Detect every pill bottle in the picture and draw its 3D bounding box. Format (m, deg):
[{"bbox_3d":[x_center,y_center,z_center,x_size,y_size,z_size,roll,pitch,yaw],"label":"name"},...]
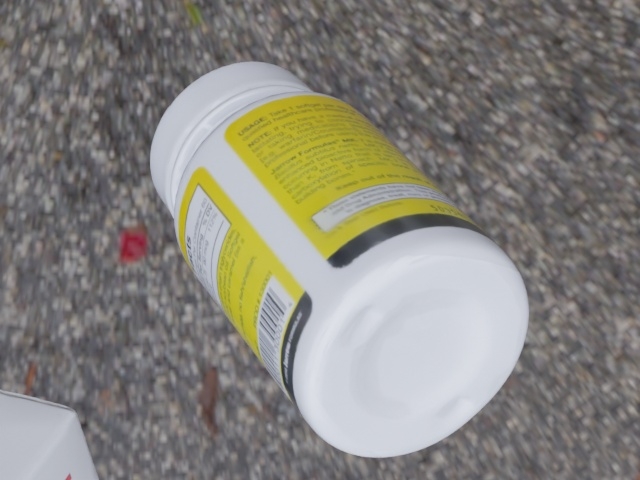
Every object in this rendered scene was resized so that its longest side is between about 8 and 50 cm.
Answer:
[{"bbox_3d":[0.000,0.000,0.837,0.119,0.208,0.119,-16,128,-21],"label":"pill bottle"}]

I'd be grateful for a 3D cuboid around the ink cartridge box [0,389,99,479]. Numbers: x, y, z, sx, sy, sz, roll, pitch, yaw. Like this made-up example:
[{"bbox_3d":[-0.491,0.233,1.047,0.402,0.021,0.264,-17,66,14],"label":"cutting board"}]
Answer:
[{"bbox_3d":[-0.248,0.326,1.124,0.166,0.285,0.395,8,131,26],"label":"ink cartridge box"}]
